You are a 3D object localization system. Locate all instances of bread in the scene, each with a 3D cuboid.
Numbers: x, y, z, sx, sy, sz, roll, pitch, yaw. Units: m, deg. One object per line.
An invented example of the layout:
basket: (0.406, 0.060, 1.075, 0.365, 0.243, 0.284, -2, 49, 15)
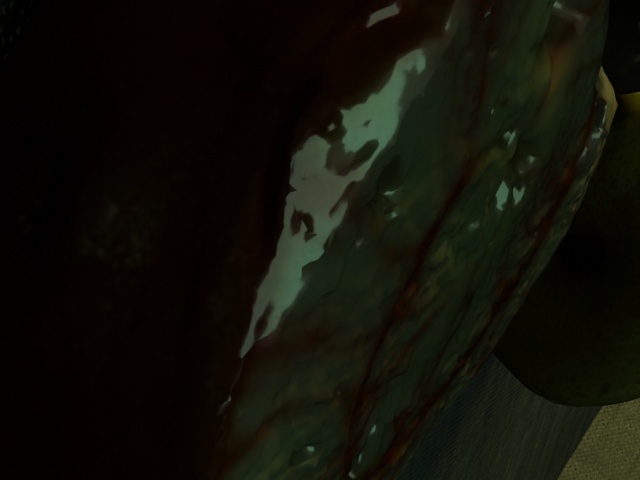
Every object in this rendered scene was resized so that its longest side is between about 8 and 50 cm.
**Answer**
bread: (-0.002, 0.002, 0.506, 0.295, 0.114, 0.328, -56, 163, -12)

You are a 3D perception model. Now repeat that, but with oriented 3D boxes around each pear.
pear: (0.197, -0.009, 0.910, 0.211, 0.188, 0.228, -15, 132, -56)

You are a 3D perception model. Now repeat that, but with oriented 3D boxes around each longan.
longan: (0.155, -0.132, 0.774, 0.119, 0.106, 0.106, 34, 84, -34)
